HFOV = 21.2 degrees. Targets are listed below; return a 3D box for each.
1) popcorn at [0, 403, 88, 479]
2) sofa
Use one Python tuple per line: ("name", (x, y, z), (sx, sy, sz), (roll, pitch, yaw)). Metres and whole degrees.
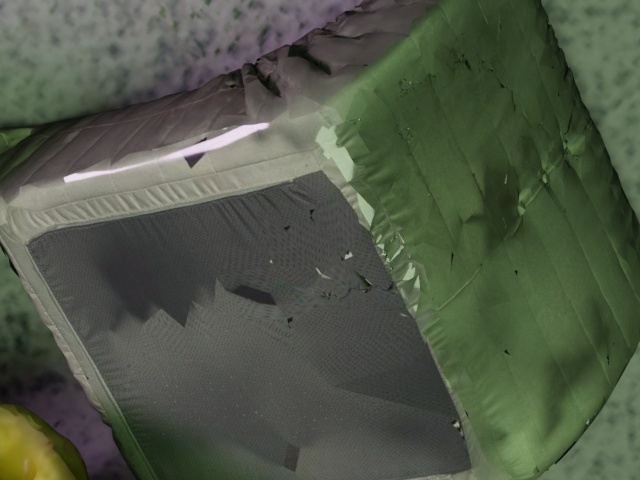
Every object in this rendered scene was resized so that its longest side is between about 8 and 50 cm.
("popcorn", (-0.141, 0.232, 0.706), (0.312, 0.312, 0.312), (0, 111, 0))
("sofa", (0.000, 0.000, 0.736), (0.225, 0.176, 0.210), (-15, 114, 37))
